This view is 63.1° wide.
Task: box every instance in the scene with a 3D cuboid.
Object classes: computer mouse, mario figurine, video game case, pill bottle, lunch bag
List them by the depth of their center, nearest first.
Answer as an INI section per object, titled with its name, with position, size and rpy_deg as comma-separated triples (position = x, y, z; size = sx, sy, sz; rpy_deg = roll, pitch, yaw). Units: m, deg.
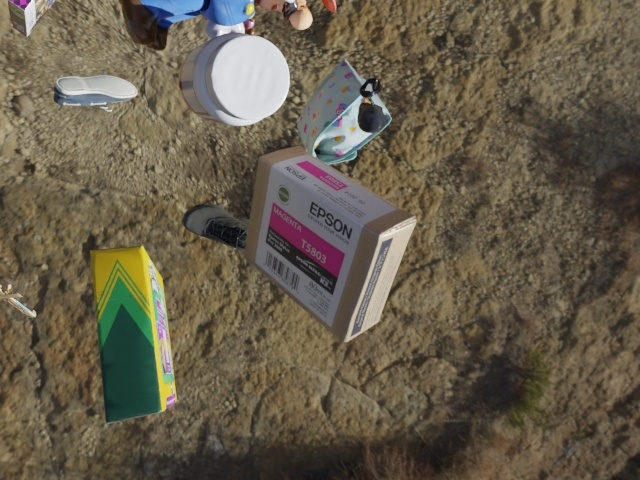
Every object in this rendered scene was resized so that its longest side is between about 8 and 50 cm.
[mario figurine]
position = -0.102, -0.327, 0.728
size = 0.321, 0.198, 0.170
rpy_deg = -17, 142, 2
[pill bottle]
position = -0.125, -0.224, 0.732
size = 0.121, 0.221, 0.121
rpy_deg = -6, 106, -22
[video game case]
position = -0.599, -0.575, 1.150
size = 0.042, 0.210, 0.232
rpy_deg = 36, 78, -27
[computer mouse]
position = 0.128, -0.344, 1.283
size = 0.071, 0.242, 0.041
rpy_deg = 4, 135, 1
[lunch bag]
position = 0.048, -0.355, 1.530
size = 0.262, 0.223, 0.160
rpy_deg = -42, 130, 19

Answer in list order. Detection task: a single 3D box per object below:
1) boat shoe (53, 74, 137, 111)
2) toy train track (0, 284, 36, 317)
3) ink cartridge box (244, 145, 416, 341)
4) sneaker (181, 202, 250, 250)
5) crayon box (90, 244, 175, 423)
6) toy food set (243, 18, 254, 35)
[boat shoe]
position = -0.711, -0.463, 1.651
size = 0.254, 0.095, 0.079
rpy_deg = -20, 159, -46
[toy train track]
position = -0.421, 0.081, 0.717
size = 0.048, 0.014, 0.083
rpy_deg = -5, 143, 11
[ink cartridge box]
position = 0.000, 0.000, 0.764
size = 0.088, 0.235, 0.193
rpy_deg = -23, 137, -41
[sneaker]
position = -0.284, -0.032, 1.607
size = 0.286, 0.130, 0.109
rpy_deg = 15, 106, -34
[crayon box]
position = -0.387, 0.203, 1.109
size = 0.106, 0.363, 0.313
rpy_deg = -9, 78, -13
[toy food set]
position = -0.161, -0.413, 1.050
size = 0.078, 0.122, 0.019
rpy_deg = -36, 133, 20
